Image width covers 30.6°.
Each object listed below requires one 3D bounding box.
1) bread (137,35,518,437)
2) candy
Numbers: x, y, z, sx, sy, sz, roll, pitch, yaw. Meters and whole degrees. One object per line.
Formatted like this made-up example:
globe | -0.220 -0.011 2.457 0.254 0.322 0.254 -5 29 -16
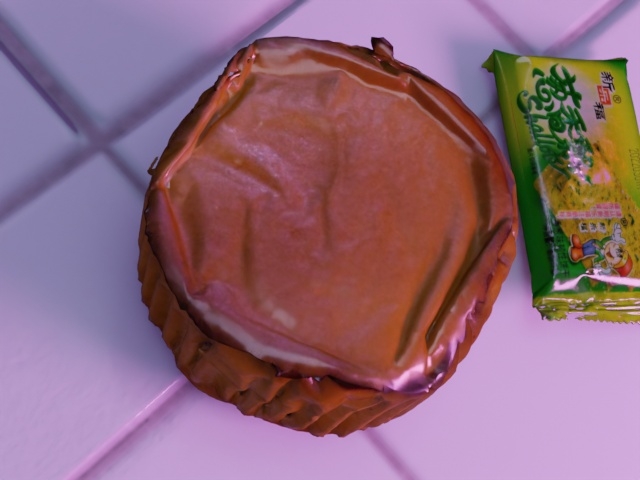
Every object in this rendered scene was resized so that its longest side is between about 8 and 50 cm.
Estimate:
bread | 0.001 0.001 0.600 0.199 0.104 0.199 6 65 -14
candy | 0.159 -0.035 0.703 0.102 0.032 0.178 -1 71 -18
